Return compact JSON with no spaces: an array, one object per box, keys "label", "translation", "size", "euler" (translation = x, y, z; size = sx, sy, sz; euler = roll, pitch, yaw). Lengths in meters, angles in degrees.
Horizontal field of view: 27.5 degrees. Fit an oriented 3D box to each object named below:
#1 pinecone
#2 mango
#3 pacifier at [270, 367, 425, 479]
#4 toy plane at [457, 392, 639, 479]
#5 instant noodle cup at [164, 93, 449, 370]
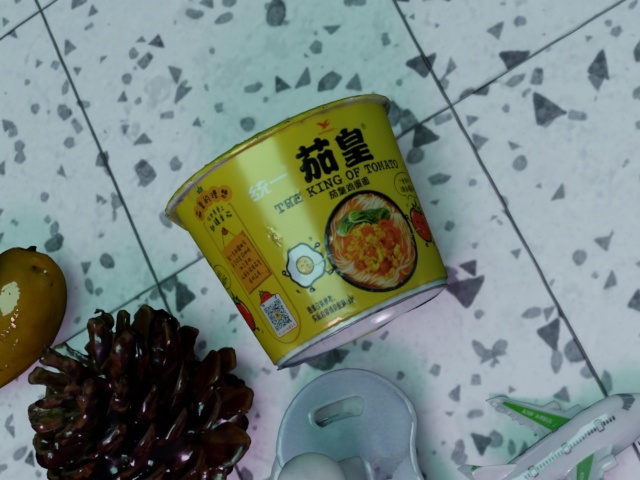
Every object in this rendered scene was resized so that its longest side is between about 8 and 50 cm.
[{"label":"pinecone","translation":[-0.247,0.222,1.746],"size":[0.242,0.296,0.298],"euler":[-40,29,54]},{"label":"mango","translation":[-0.465,0.124,1.916],"size":[0.151,0.156,0.248],"euler":[35,98,-13]},{"label":"pacifier","translation":[0.014,0.310,1.635],"size":[0.244,0.233,0.299],"euler":[-22,72,21]},{"label":"toy plane","translation":[0.300,0.261,1.590],"size":[0.255,0.101,0.251],"euler":[-27,34,1]},{"label":"instant noodle cup","translation":[0.000,0.000,1.667],"size":[0.326,0.325,0.254],"euler":[-29,81,16]}]
